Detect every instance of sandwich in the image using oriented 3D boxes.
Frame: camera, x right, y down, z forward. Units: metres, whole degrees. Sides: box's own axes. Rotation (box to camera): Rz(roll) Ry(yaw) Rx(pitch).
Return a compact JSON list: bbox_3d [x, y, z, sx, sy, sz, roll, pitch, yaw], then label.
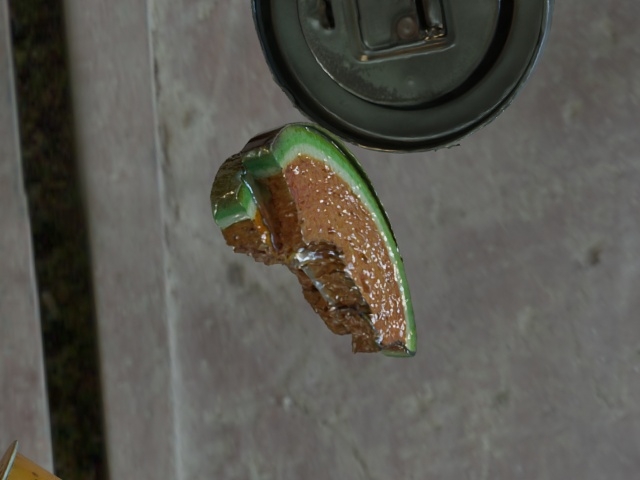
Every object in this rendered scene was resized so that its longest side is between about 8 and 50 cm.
[{"bbox_3d":[0.001,0.000,0.661,0.029,0.067,0.135,-12,142,22],"label":"sandwich"}]

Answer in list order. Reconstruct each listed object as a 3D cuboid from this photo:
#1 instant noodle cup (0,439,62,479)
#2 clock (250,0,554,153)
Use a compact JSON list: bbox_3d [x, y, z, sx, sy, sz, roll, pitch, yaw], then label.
[{"bbox_3d":[-0.200,0.278,1.297,0.172,0.216,0.216,27,106,-8],"label":"instant noodle cup"},{"bbox_3d":[0.084,-0.242,1.764,0.312,0.061,0.313,4,101,20],"label":"clock"}]
